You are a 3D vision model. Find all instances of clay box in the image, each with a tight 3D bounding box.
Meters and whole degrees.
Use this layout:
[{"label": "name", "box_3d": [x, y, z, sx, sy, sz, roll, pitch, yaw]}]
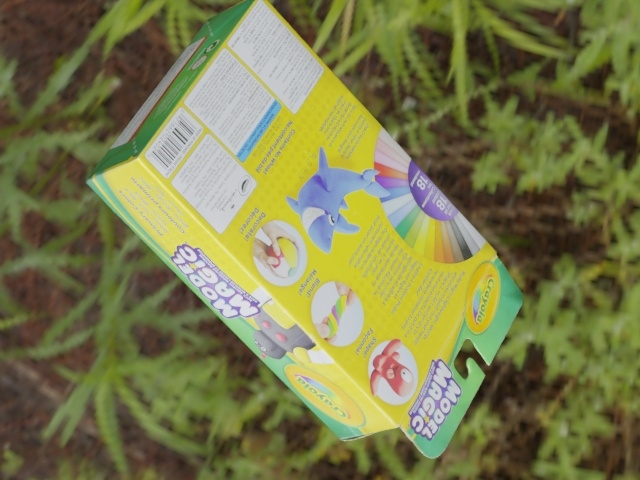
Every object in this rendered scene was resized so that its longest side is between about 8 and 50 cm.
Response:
[{"label": "clay box", "box_3d": [0.000, 0.000, 0.998, 0.222, 0.127, 0.053, 48, 143, -20]}]
